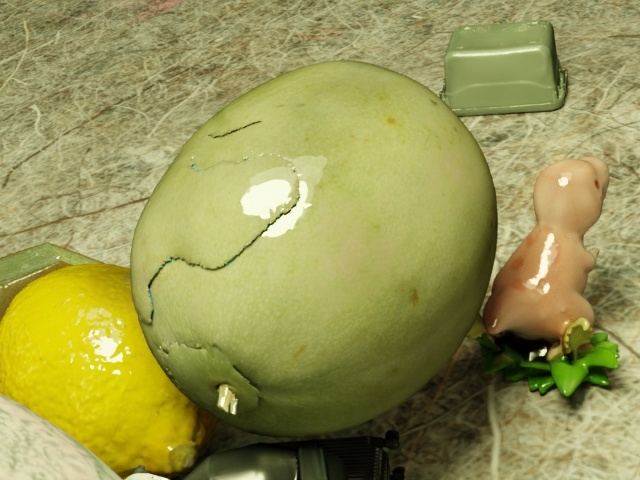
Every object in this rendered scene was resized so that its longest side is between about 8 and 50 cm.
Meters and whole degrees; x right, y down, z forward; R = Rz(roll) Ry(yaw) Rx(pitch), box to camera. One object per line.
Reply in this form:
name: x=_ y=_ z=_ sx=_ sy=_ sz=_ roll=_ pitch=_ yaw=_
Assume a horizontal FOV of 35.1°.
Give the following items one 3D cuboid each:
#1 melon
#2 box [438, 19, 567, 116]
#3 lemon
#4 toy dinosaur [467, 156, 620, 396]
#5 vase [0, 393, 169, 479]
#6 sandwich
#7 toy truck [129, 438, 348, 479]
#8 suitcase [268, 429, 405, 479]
melon: x=-0.001 y=0.010 z=0.778 sx=0.268 sy=0.269 sz=0.330 roll=5 pitch=34 yaw=25
box: x=0.245 y=-0.238 z=1.373 sx=0.172 sy=0.093 sz=0.124 roll=-2 pitch=34 yaw=16
lemon: x=-0.184 y=0.119 z=0.877 sx=0.188 sy=0.188 sz=0.256 roll=-34 pitch=45 yaw=-30
toy dinosaur: x=0.204 y=0.037 z=0.882 sx=0.194 sy=0.177 sz=0.152 roll=-30 pitch=35 yaw=-24
vase: x=-0.114 y=0.233 z=0.491 sx=0.445 sy=0.250 sz=0.250 roll=29 pitch=40 yaw=0
sandwich: x=-0.324 y=0.067 z=1.098 sx=0.258 sy=0.096 sz=0.094 roll=-24 pitch=28 yaw=-22
toy truck: x=-0.092 y=0.219 z=0.712 sx=0.224 sy=0.147 sz=0.165 roll=-7 pitch=40 yaw=14
suitcase: x=0.003 y=0.200 z=0.805 sx=0.126 sy=0.059 sz=0.086 roll=-6 pitch=31 yaw=10
